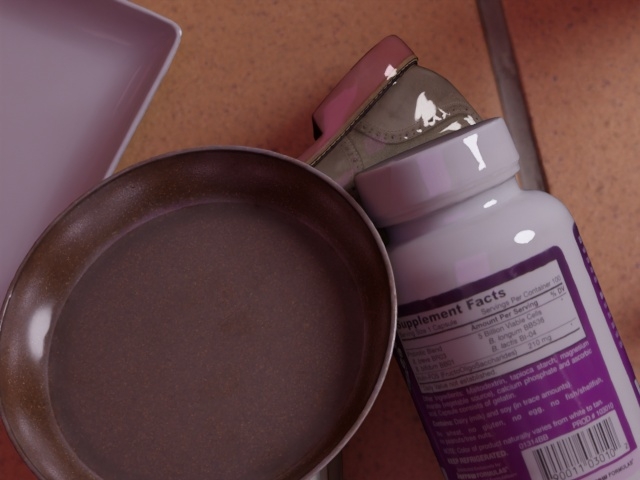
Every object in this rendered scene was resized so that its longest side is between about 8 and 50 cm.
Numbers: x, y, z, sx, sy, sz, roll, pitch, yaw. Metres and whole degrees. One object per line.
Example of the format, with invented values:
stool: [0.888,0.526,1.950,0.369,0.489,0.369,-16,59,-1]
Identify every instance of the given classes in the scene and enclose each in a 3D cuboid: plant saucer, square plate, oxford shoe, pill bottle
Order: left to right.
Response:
square plate: [-0.339,-0.100,1.412,0.347,0.049,0.344,25,88,12]
plant saucer: [-0.091,0.073,1.181,0.310,0.050,0.311,-7,61,12]
oxford shoe: [0.000,0.000,1.305,0.130,0.123,0.348,37,92,7]
pill bottle: [0.137,0.066,1.218,0.169,0.169,0.302,-21,94,7]

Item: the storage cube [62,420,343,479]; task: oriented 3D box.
storage cube: [-0.087,0.233,1.261,0.193,0.183,0.215,-1,83,9]
